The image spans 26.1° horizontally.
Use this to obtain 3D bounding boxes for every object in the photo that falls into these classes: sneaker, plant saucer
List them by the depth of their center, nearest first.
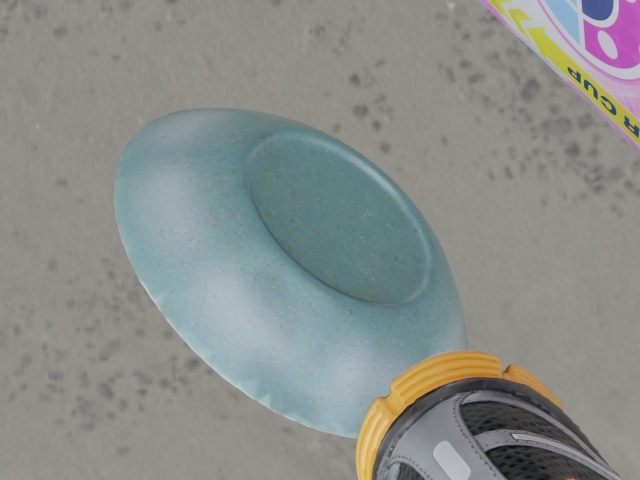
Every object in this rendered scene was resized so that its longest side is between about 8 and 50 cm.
[{"bbox_3d":[0.092,0.125,0.384,0.215,0.083,0.084,44,92,-12],"label":"sneaker"},{"bbox_3d":[0.000,0.000,0.635,0.195,0.195,0.037,23,127,-25],"label":"plant saucer"}]

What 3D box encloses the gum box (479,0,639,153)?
[{"bbox_3d":[0.094,-0.082,0.364,0.062,0.188,0.107,-31,143,-9],"label":"gum box"}]
